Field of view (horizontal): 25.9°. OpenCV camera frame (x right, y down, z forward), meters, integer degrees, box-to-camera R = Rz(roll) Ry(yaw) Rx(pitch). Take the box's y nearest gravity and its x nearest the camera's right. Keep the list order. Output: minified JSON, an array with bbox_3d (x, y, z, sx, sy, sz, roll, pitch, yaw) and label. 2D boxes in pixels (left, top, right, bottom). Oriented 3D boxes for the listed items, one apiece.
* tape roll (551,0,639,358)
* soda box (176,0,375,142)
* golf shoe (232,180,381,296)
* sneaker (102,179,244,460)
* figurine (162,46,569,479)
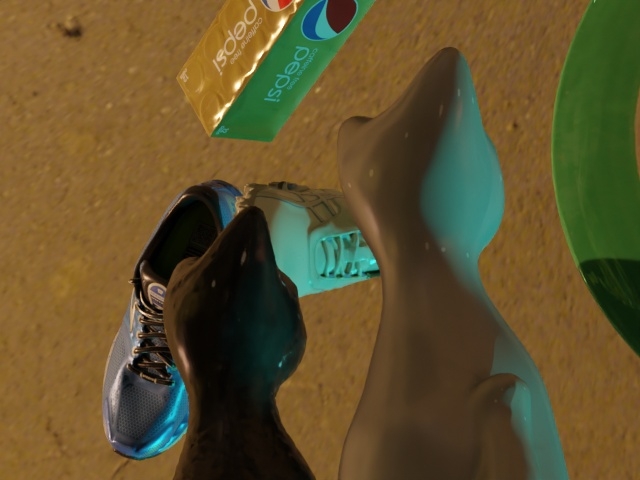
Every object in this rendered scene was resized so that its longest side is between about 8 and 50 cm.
[{"bbox_3d":[0.273,-0.047,0.644,0.321,0.077,0.321,-8,69,23],"label":"tape roll"},{"bbox_3d":[-0.022,-0.148,0.927,0.181,0.058,0.061,-52,54,34],"label":"soda box"},{"bbox_3d":[0.000,0.000,0.780,0.086,0.176,0.069,4,104,11],"label":"golf shoe"},{"bbox_3d":[-0.176,0.082,1.548,0.130,0.147,0.330,16,87,11],"label":"sneaker"},{"bbox_3d":[0.004,0.056,0.525,0.092,0.209,0.215,16,143,-33],"label":"figurine"}]
